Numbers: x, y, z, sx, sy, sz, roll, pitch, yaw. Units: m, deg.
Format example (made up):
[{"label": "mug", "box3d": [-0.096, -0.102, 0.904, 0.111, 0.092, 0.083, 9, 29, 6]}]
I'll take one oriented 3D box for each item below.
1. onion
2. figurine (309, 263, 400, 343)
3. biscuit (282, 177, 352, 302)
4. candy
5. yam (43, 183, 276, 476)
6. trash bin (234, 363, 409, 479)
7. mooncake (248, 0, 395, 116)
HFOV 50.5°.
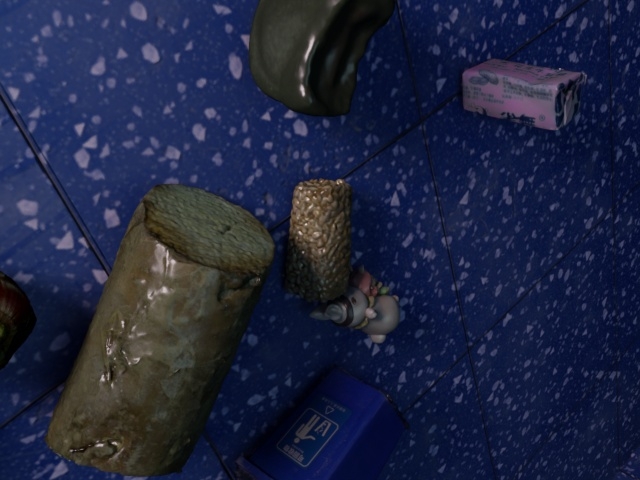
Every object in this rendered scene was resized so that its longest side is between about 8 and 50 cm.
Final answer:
[{"label": "onion", "box3d": [-0.328, 0.074, 0.615, 0.118, 0.119, 0.117, 49, 41, -43]}, {"label": "figurine", "box3d": [0.045, 0.088, 0.991, 0.146, 0.081, 0.098, 25, 47, -40]}, {"label": "biscuit", "box3d": [0.000, 0.000, 0.901, 0.082, 0.070, 0.168, -13, 115, -48]}, {"label": "candy", "box3d": [0.300, -0.219, 1.011, 0.092, 0.160, 0.073, -31, 130, -37]}, {"label": "yam", "box3d": [-0.167, 0.098, 0.733, 0.168, 0.168, 0.304, 19, 97, -45]}, {"label": "trash bin", "box3d": [0.012, 0.325, 0.997, 0.234, 0.163, 0.184, -50, 134, -22]}, {"label": "mooncake", "box3d": [0.004, -0.222, 0.737, 0.104, 0.175, 0.168, 6, 62, -40]}]
